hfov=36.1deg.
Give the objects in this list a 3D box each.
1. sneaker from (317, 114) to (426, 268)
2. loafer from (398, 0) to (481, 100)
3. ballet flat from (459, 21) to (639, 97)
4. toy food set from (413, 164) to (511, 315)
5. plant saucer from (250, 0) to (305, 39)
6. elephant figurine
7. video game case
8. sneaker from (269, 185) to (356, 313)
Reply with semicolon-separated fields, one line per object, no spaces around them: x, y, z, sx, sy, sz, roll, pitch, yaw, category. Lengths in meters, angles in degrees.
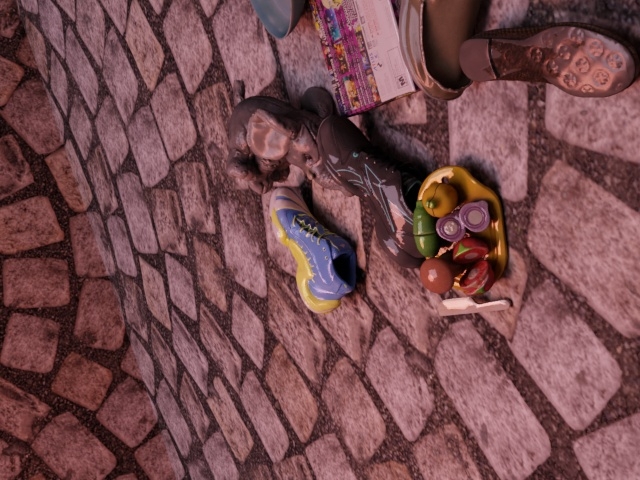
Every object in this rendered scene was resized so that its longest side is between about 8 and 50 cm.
0.098;-0.091;1.443;0.267;0.101;0.106;54;138;14;sneaker
0.151;-0.294;1.204;0.087;0.094;0.251;21;124;61;loafer
0.260;-0.208;1.111;0.250;0.058;0.084;14;121;53;ballet flat
0.179;0.013;1.318;0.128;0.071;0.218;-1;108;37;toy food set
-0.088;-0.472;1.523;0.317;0.044;0.317;160;90;-78;plant saucer
-0.038;-0.169;1.597;0.239;0.186;0.169;-9;55;52;elephant figurine
0.063;-0.307;1.413;0.210;0.042;0.232;-10;96;62;video game case
0.000;0.000;1.689;0.126;0.091;0.240;-31;77;43;sneaker
